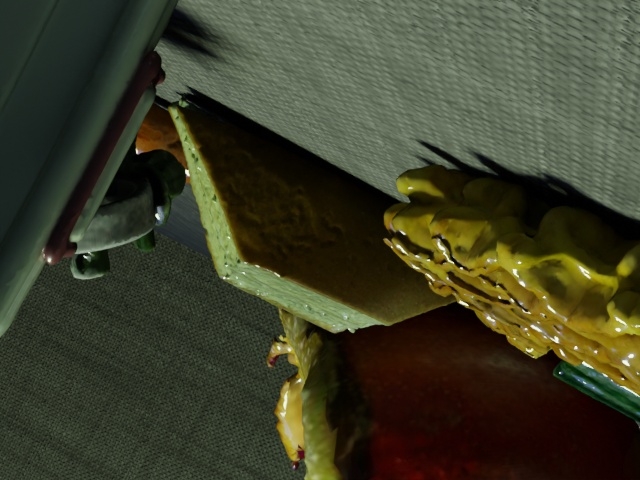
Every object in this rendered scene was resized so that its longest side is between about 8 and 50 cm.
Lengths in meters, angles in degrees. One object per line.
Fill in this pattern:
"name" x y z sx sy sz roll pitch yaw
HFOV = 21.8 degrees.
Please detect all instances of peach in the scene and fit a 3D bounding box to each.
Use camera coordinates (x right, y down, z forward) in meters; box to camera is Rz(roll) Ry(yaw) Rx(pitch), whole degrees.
"peach" 0.090 0.200 1.338 0.353 0.339 0.416 -27 152 28

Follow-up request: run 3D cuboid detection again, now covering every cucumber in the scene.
"cucumber" 0.210 0.087 1.041 0.115 0.062 0.116 30 174 8

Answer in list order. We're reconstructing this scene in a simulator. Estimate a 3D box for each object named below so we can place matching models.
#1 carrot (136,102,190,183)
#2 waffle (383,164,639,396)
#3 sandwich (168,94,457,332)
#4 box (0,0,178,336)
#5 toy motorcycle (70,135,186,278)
"carrot" -0.078 -0.058 1.172 0.224 0.057 0.057 22 175 2
"waffle" 0.162 0.044 0.842 0.293 0.069 0.260 27 173 33
"sandwich" 0.000 0.000 1.095 0.258 0.096 0.094 26 170 -14
"box" -0.206 -0.098 0.622 0.294 0.193 0.167 28 180 -8
"toy motorcycle" -0.191 -0.083 0.883 0.275 0.205 0.127 7 -160 36
